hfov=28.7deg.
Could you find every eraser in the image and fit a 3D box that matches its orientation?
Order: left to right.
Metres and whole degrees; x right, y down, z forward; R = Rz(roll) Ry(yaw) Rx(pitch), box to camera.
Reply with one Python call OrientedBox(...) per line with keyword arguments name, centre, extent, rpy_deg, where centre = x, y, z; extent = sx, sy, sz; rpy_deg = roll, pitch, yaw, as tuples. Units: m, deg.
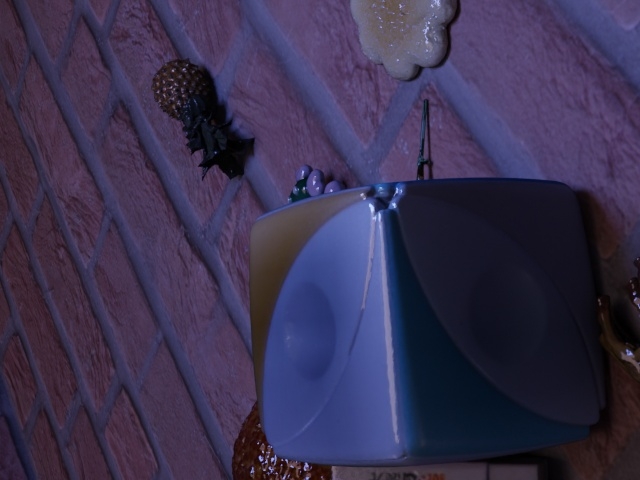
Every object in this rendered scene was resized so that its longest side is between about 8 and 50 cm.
OrientedBox(name="eraser", centre=(0.162, 0.355, 1.699), extent=(0.287, 0.086, 0.130), rpy_deg=(-3, 90, 17))

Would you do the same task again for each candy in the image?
OrientedBox(name="candy", centre=(0.152, -0.121, 1.883), extent=(0.055, 0.049, 0.185), rpy_deg=(-1, 83, 50))

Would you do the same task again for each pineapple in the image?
OrientedBox(name="pineapple", centre=(-0.226, -0.236, 2.396), extent=(0.130, 0.119, 0.277), rpy_deg=(-34, 54, 2))

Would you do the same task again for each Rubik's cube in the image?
OrientedBox(name="Rubik's cube", centre=(0.130, 0.106, 1.638), extent=(0.347, 0.351, 0.352), rpy_deg=(-10, 81, 56))

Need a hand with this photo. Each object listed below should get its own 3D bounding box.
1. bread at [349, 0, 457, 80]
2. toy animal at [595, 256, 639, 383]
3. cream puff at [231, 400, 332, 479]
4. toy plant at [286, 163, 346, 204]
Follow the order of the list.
OrientedBox(name="bread", centre=(0.115, -0.344, 1.919), extent=(0.251, 0.039, 0.182), rpy_deg=(46, 128, 45))
OrientedBox(name="toy animal", centre=(0.421, 0.123, 1.460), extent=(0.275, 0.054, 0.149), rpy_deg=(42, 123, 50))
OrientedBox(name="cream puff", centre=(-0.023, 0.361, 1.929), extent=(0.350, 0.228, 0.351), rpy_deg=(179, 90, -84))
OrientedBox(name="toy plant", centre=(0.001, 0.005, 2.050), extent=(0.243, 0.112, 0.233), rpy_deg=(33, 124, 58))
